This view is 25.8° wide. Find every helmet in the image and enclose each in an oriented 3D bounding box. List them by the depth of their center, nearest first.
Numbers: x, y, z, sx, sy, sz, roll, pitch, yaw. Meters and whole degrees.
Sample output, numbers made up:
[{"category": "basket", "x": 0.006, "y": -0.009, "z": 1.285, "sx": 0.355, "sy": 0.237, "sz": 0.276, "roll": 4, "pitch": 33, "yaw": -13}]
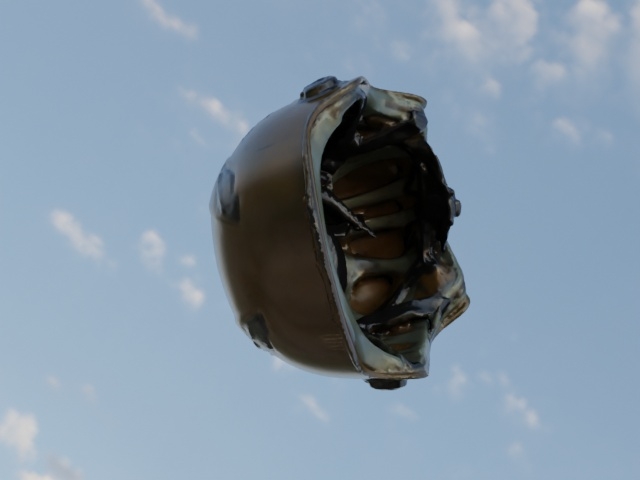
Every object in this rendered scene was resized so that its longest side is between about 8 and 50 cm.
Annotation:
[{"category": "helmet", "x": 0.000, "y": 0.000, "z": 0.896, "sx": 0.130, "sy": 0.224, "sz": 0.198, "roll": -13, "pitch": -84, "yaw": 29}]
